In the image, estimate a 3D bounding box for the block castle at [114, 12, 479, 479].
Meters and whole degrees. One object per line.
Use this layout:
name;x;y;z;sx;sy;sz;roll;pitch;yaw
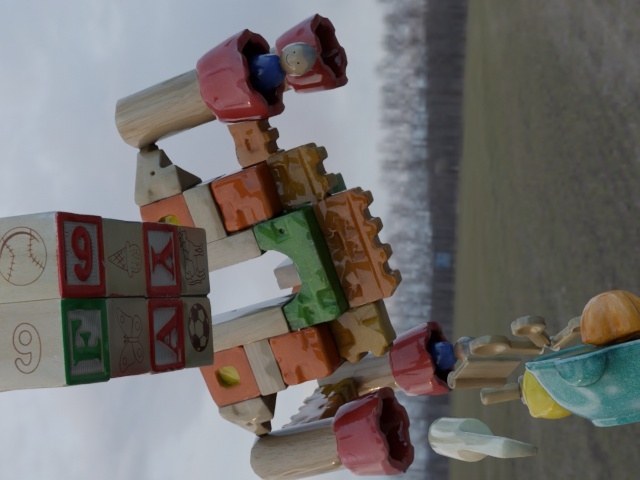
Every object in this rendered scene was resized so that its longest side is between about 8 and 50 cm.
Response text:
block castle;0.000;0.000;1.133;0.453;0.213;0.303;70;-158;-7

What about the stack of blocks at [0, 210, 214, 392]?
stack of blocks;-0.234;0.045;0.644;0.171;0.297;0.087;7;-101;-71

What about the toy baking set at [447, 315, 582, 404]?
toy baking set;0.246;0.107;1.004;0.196;0.256;0.030;77;-175;-65

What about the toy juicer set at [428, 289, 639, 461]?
toy juicer set;0.191;0.087;0.781;0.209;0.329;0.089;-24;79;60
